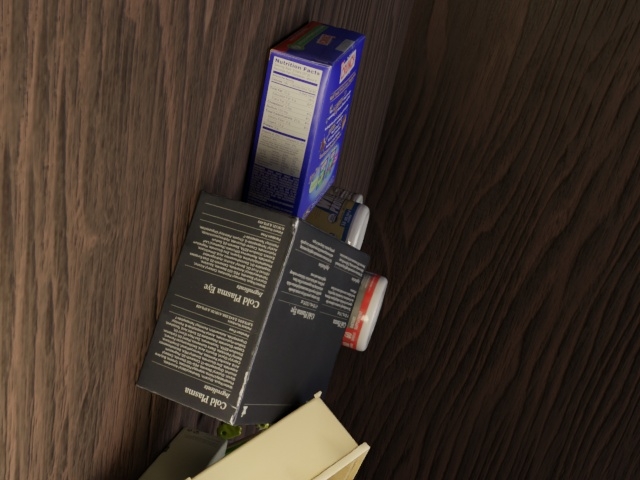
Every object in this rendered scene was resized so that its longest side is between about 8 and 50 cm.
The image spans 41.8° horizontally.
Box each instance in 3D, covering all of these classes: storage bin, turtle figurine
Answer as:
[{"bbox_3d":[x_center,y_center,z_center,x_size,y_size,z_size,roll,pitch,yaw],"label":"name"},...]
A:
[{"bbox_3d":[-0.081,0.402,1.340,0.262,0.123,0.260,-30,155,-26],"label":"storage bin"},{"bbox_3d":[-0.177,0.307,1.788,0.217,0.087,0.269,-47,131,-64],"label":"turtle figurine"}]

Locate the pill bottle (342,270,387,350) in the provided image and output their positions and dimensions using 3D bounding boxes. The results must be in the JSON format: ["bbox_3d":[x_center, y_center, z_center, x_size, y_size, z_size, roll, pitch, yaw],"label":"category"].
[{"bbox_3d":[-0.019,0.110,1.727,0.161,0.283,0.161,18,90,-82],"label":"pill bottle"}]

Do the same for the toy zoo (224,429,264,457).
[{"bbox_3d":[-0.222,0.537,1.746,0.192,0.030,0.293,-30,-160,36],"label":"toy zoo"}]

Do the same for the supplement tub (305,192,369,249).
[{"bbox_3d":[-0.008,-0.033,1.802,0.144,0.200,0.144,17,90,-83],"label":"supplement tub"}]

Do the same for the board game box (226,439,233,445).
[{"bbox_3d":[-0.253,0.569,2.016,0.154,0.026,0.103,-61,166,-55],"label":"board game box"}]

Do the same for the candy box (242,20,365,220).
[{"bbox_3d":[-0.029,-0.220,1.557,0.268,0.122,0.317,-56,162,-61],"label":"candy box"}]

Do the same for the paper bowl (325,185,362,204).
[{"bbox_3d":[0.000,0.000,2.112,0.284,0.148,0.284,17,90,-81],"label":"paper bowl"}]

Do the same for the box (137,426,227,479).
[{"bbox_3d":[-0.257,0.440,1.481,0.275,0.094,0.113,-39,145,-75],"label":"box"}]

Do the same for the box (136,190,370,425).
[{"bbox_3d":[-0.093,0.122,1.364,0.343,0.179,0.312,28,78,-66],"label":"box"}]
